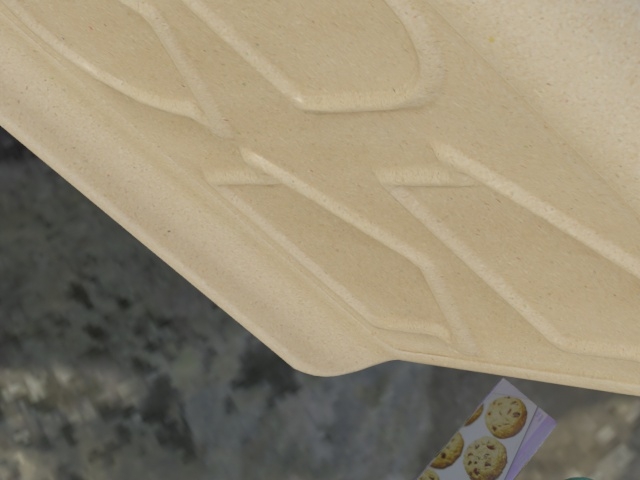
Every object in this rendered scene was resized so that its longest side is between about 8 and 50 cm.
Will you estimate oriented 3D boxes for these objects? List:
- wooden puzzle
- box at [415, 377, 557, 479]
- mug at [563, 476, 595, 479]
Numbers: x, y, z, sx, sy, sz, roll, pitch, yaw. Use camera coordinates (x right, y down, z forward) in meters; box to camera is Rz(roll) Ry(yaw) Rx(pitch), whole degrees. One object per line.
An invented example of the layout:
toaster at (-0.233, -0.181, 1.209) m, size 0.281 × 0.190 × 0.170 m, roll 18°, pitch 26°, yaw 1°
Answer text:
wooden puzzle at (0.014, -0.057, 0.657) m, size 0.322 × 0.348 × 0.080 m, roll 41°, pitch 66°, yaw -27°
box at (0.091, 0.226, 1.487) m, size 0.324 × 0.067 × 0.063 m, roll -41°, pitch 166°, yaw -48°
mug at (0.204, 0.198, 1.055) m, size 0.129 × 0.157 × 0.097 m, roll -19°, pitch 158°, yaw -34°
